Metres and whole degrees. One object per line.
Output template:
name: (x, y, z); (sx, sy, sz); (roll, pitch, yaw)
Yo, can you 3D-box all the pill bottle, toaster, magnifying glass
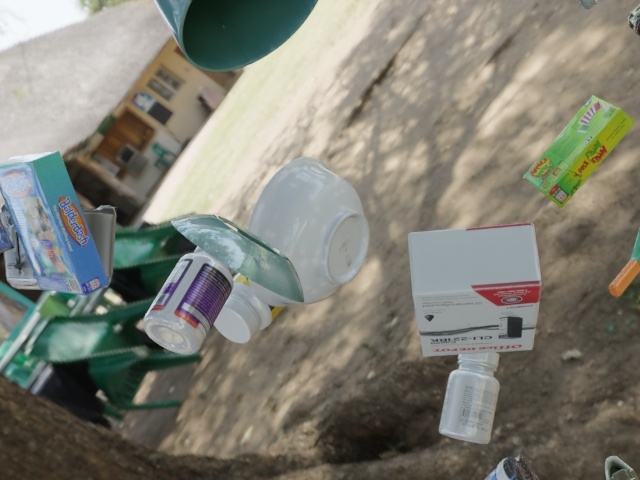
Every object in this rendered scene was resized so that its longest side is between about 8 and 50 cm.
pill bottle: (-0.215, 0.091, 1.498); (0.108, 0.108, 0.193); (-38, 20, 53)
toaster: (-0.441, 0.010, 1.490); (0.227, 0.129, 0.147); (1, -91, -60)
pill bottle: (0.387, 0.394, 2.218); (0.131, 0.131, 0.229); (156, 129, -68)
pill bottle: (-0.125, 0.107, 1.777); (0.208, 0.119, 0.119); (-49, 6, -39)
magnifying glass: (0.640, 0.035, 1.730); (0.231, 0.092, 0.026); (-39, 17, -30)

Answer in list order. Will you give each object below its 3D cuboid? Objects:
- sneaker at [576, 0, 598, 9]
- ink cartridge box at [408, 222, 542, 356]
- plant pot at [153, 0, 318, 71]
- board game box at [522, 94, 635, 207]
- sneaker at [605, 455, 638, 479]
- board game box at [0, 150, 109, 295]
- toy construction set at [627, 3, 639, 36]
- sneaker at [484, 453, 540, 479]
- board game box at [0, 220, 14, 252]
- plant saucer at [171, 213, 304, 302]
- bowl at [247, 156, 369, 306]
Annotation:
sneaker: (0.320, -0.351, 1.051); (0.061, 0.053, 0.152); (-13, 67, 17)
ink cartridge box: (0.254, 0.090, 1.436); (0.273, 0.197, 0.114); (70, -163, -61)
plant pot: (-0.174, -0.477, 1.486); (0.293, 0.235, 0.293); (-33, -21, -14)
board game box: (0.433, -0.151, 1.462); (0.181, 0.043, 0.092); (-51, 24, 10)
sneaker: (0.601, 0.494, 1.705); (0.064, 0.086, 0.192); (-20, 11, 7)
board game box: (-0.406, -0.025, 1.299); (0.047, 0.210, 0.160); (-30, 21, -37)
toy construction set: (0.743, -0.448, 1.721); (0.215, 0.328, 0.151); (-39, 3, 21)
sneaker: (0.326, 0.417, 1.483); (0.081, 0.211, 0.080); (-40, 56, 13)
board game box: (-0.490, -0.010, 1.031); (0.201, 0.136, 0.035); (-27, 4, -13)
plant saucer: (-0.094, 0.011, 1.083); (0.037, 0.195, 0.195); (-59, 12, 3)
bowl: (0.000, 0.000, 1.643); (0.134, 0.298, 0.298); (17, 65, 34)
